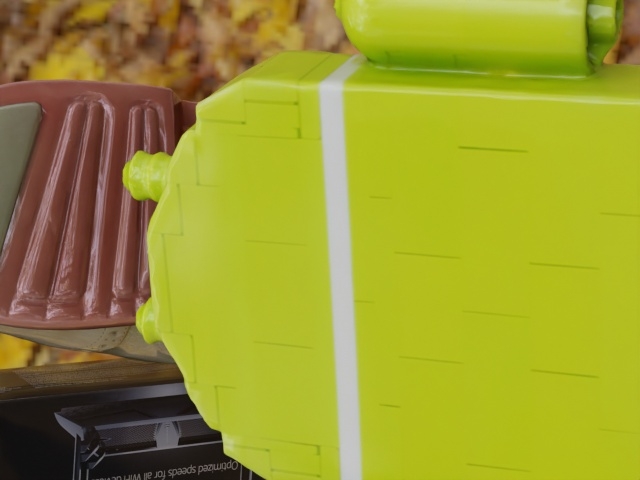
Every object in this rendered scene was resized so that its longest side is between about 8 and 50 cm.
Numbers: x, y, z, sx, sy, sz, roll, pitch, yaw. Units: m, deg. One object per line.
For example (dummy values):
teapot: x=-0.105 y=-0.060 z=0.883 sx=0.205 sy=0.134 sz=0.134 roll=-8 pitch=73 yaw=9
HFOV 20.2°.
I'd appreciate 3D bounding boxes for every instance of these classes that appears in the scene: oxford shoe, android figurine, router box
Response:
oxford shoe: x=0.000 y=0.000 z=0.858 sx=0.146 sy=0.397 sz=0.140 roll=139 pitch=138 yaw=-72
android figurine: x=0.050 y=0.016 z=0.665 sx=0.273 sy=0.056 sz=0.248 roll=4 pitch=112 yaw=22
router box: x=-0.144 y=0.218 z=1.424 sx=0.081 sy=0.309 sz=0.243 roll=23 pitch=111 yaw=56
